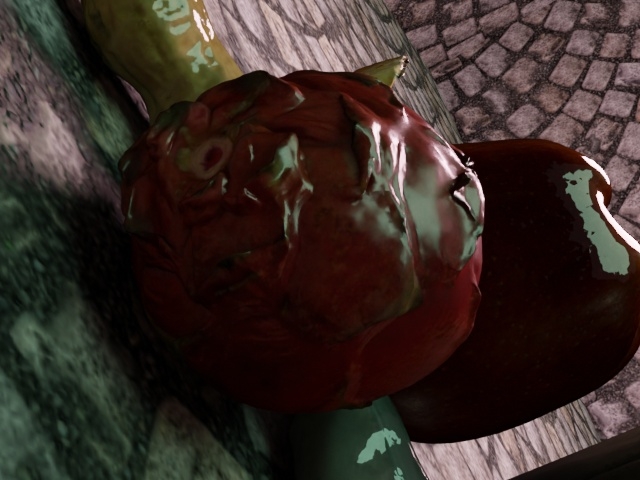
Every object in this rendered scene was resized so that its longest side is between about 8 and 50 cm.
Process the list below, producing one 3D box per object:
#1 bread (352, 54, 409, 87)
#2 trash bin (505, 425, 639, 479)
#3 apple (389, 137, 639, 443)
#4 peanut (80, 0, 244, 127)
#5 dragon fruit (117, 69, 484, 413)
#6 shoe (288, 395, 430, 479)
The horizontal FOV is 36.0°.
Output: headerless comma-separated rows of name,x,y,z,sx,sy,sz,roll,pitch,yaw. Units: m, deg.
bread,0.049,-0.123,1.142,0.135,0.178,0.240,59,13,-8
trash bin,0.264,0.285,0.891,0.252,0.301,0.203,58,15,-19
apple,0.134,0.043,0.916,0.288,0.316,0.288,-16,90,-86
peanut,-0.115,-0.135,0.770,0.103,0.098,0.229,-31,92,-34
dragon fruit,-0.009,0.000,0.642,0.241,0.241,0.252,64,3,9
shoe,0.024,0.184,0.698,0.251,0.100,0.103,55,-33,34
